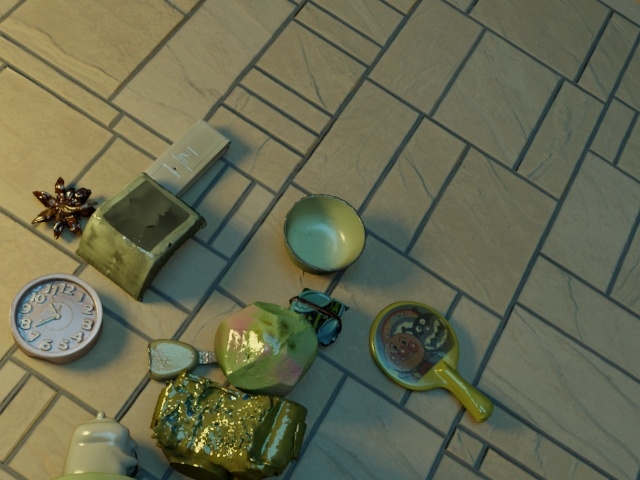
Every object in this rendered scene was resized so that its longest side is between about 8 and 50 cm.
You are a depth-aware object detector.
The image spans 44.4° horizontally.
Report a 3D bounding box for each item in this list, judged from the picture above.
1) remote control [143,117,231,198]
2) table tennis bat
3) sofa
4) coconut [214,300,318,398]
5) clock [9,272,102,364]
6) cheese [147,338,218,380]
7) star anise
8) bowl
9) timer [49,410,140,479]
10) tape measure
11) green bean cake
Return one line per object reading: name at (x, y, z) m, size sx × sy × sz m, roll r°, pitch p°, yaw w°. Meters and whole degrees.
remote control at (-0.354, -0.184, 1.984) m, size 0.103 × 0.055 × 0.277 m, roll 39°, pitch 65°, yaw 4°
table tennis bat at (0.281, 0.305, 1.942) m, size 0.224 × 0.054 × 0.368 m, roll -39°, pitch 77°, yaw -26°
sofa at (-0.419, -0.013, 1.846) m, size 0.210 × 0.176 × 0.225 m, roll 35°, pitch 48°, yaw 2°
coconut at (-0.132, 0.248, 1.755) m, size 0.236 × 0.205 × 0.235 m, roll 21°, pitch 54°, yaw -31°
clock at (-0.586, 0.173, 1.747) m, size 0.197 × 0.068 × 0.196 m, roll 6°, pitch 64°, yaw -13°
cheese at (-0.300, 0.271, 1.800) m, size 0.192 × 0.037 × 0.097 m, roll 0°, pitch 67°, yaw -15°
star anise at (-0.609, -0.075, 1.864) m, size 0.168 × 0.057 × 0.167 m, roll 2°, pitch 65°, yaw -4°
bowl at (0.000, 0.000, 1.967) m, size 0.212 × 0.112 × 0.211 m, roll 6°, pitch 64°, yaw -12°
timer at (-0.442, 0.494, 1.558) m, size 0.291 × 0.290 × 0.315 m, roll 6°, pitch 44°, yaw -13°
tape measure at (-0.015, 0.187, 1.895) m, size 0.146 × 0.081 × 0.125 m, roll 27°, pitch 59°, yaw -2°
green bean cake at (-0.203, 0.400, 1.632) m, size 0.310 × 0.285 × 0.202 m, roll 20°, pitch 67°, yaw -5°
